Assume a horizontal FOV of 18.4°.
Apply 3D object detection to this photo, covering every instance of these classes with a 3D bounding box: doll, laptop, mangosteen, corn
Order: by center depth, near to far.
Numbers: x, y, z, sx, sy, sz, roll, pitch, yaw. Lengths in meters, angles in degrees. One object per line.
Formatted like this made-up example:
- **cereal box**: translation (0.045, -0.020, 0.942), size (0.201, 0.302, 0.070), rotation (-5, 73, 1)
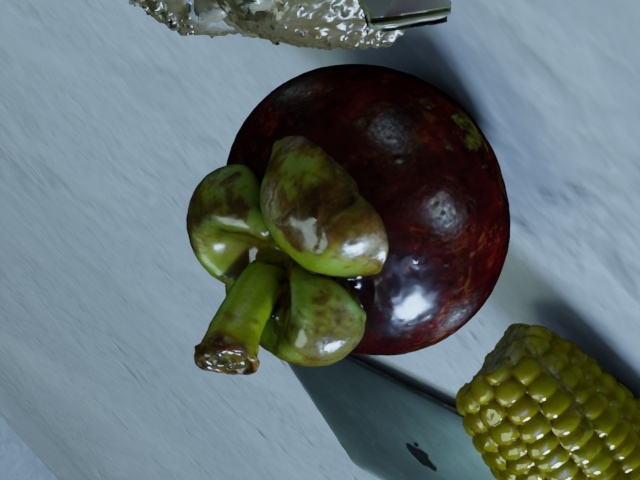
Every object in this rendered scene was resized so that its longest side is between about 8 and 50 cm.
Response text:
- **doll**: translation (-0.005, -0.130, 0.797), size (0.115, 0.105, 0.221), rotation (10, 180, -31)
- **mangosteen**: translation (-0.002, -0.008, 0.956), size (0.146, 0.181, 0.156), rotation (50, 153, 42)
- **corn**: translation (0.193, 0.170, 1.089), size (0.305, 0.106, 0.106), rotation (50, 162, -9)
- **laptop**: translation (0.076, 0.151, 1.426), size (0.269, 0.015, 0.187), rotation (24, 154, 46)
